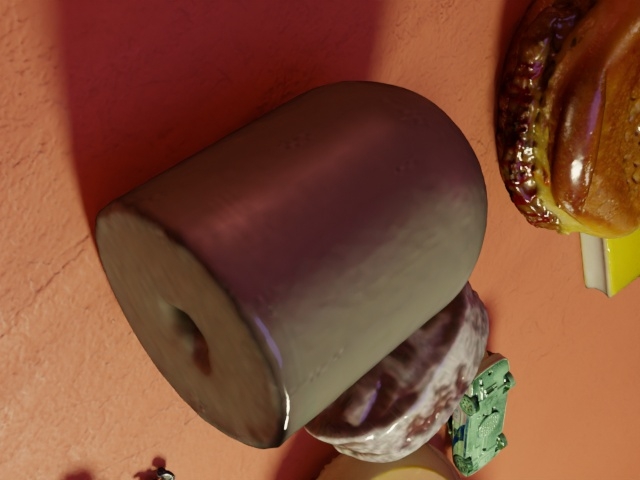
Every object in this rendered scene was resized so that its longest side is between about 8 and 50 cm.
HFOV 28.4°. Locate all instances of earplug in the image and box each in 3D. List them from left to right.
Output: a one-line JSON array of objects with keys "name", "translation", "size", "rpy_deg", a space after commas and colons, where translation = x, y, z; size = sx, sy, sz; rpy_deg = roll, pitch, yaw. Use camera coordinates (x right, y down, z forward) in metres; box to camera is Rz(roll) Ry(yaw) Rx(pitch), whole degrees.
[{"name": "earplug", "translation": [0.000, 0.000, 1.401], "size": [0.394, 0.313, 0.312], "rpy_deg": [-34, 132, -27]}]

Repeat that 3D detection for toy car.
[{"name": "toy car", "translation": [0.239, 0.265, 1.950], "size": [0.090, 0.076, 0.224], "rpy_deg": [-30, 138, -31]}]

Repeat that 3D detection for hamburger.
[{"name": "hamburger", "translation": [0.075, 0.411, 1.778], "size": [0.227, 0.151, 0.295], "rpy_deg": [35, 91, -14]}]

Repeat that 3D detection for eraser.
[{"name": "eraser", "translation": [0.489, -0.038, 2.029], "size": [0.158, 0.069, 0.226], "rpy_deg": [-34, 132, -23]}]

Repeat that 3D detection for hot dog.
[{"name": "hot dog", "translation": [0.351, -0.174, 1.734], "size": [0.223, 0.185, 0.405], "rpy_deg": [-23, 126, -35]}]

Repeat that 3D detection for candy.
[{"name": "candy", "translation": [0.094, 0.152, 1.646], "size": [0.289, 0.214, 0.157], "rpy_deg": [-55, 139, -10]}]

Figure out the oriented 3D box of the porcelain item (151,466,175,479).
[{"name": "porcelain item", "translation": [-0.237, 0.344, 1.576], "size": [0.075, 0.021, 0.136], "rpy_deg": [17, 99, -47]}]
